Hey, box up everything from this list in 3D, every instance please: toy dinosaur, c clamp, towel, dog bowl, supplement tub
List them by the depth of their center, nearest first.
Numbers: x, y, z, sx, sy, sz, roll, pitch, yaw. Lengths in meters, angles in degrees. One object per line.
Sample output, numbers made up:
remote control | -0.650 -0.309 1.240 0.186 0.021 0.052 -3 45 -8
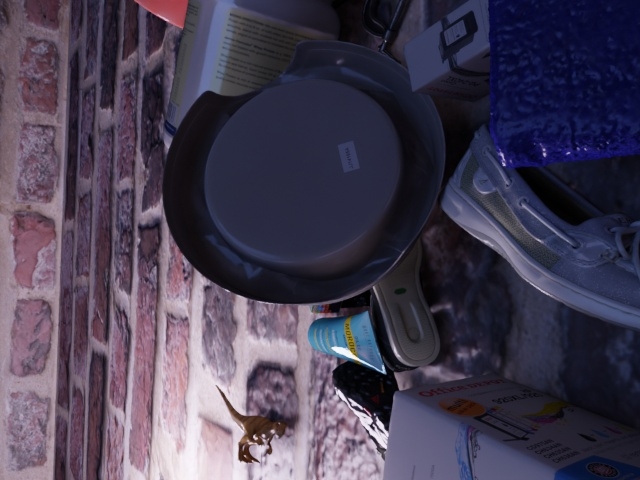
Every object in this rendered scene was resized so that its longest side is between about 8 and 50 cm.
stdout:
towel | 0.288 -0.175 0.453 0.308 0.076 0.228 -3 82 31
dog bowl | -0.017 -0.077 0.746 0.348 0.102 0.349 -4 70 12
c clamp | 0.107 -0.342 0.832 0.137 0.022 0.161 50 128 49
supplement tub | -0.104 -0.278 0.932 0.235 0.235 0.325 39 119 48
toy dinosaur | -0.127 0.348 1.094 0.211 0.064 0.112 2 72 45

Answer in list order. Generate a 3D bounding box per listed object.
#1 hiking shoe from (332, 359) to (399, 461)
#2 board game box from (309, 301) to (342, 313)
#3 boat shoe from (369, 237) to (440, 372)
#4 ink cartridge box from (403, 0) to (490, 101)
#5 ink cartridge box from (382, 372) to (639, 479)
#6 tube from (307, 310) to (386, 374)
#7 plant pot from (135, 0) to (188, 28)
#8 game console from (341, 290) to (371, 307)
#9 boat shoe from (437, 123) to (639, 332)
hiking shoe | 0.080 0.234 0.772 0.227 0.086 0.114 -142 37 -67
board game box | 0.000 0.000 0.882 0.170 0.048 0.141 -112 29 -48
boat shoe | 0.093 0.055 0.777 0.079 0.083 0.233 116 148 -66
ink cartridge box | 0.182 -0.211 0.642 0.150 0.109 0.063 -20 75 52
ink cartridge box | 0.193 0.245 0.548 0.232 0.171 0.169 13 99 53
tube | 0.038 0.136 0.821 0.080 0.052 0.207 70 160 -1
plant pot | -0.255 -0.594 1.159 0.243 0.274 0.275 -46 52 30
game console | 0.042 0.035 0.849 0.107 0.071 0.122 -9 80 42
boat shoe | 0.235 -0.015 0.558 0.320 0.118 0.103 49 127 53
